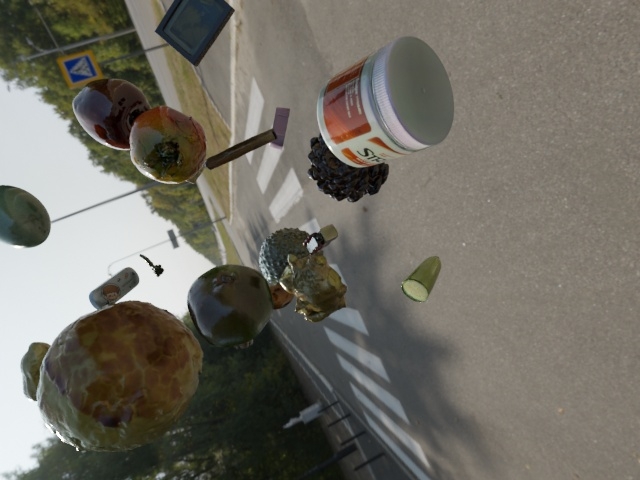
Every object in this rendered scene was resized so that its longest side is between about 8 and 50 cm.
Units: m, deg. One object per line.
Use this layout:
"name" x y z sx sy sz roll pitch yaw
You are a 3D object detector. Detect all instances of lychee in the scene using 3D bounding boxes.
"lychee" -0.114 0.073 1.622 0.274 0.255 0.255 11 134 30

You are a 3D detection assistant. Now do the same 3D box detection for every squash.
"squash" 0.353 0.108 1.355 0.094 0.224 0.094 20 129 26

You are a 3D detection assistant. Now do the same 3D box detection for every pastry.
"pastry" -0.504 0.329 1.047 0.388 0.388 0.312 57 154 36

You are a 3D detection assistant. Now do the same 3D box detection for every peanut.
"peanut" -0.838 0.393 1.215 0.098 0.090 0.214 19 116 16

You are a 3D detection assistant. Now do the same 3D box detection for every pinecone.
"pinecone" 0.136 -0.363 1.932 0.398 0.398 0.398 60 167 24

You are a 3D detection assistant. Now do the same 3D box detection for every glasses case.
"glasses case" -0.609 0.141 1.208 0.067 0.045 0.178 63 -155 -16

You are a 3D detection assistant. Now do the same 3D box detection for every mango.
"mango" -0.124 0.173 1.257 0.063 0.127 0.077 30 114 33

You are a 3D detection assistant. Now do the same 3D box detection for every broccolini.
"broccolini" -0.620 0.092 1.486 0.044 0.042 0.218 52 167 10

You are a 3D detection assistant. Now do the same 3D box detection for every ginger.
"ginger" -0.020 0.114 1.057 0.216 0.157 0.102 56 -153 -20

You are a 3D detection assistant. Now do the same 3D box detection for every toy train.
"toy train" 0.000 0.000 1.234 0.050 0.087 0.138 61 161 8

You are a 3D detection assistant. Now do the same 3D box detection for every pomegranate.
"pomegranate" -0.416 -0.255 1.107 0.235 0.210 0.210 -113 5 -59
"pomegranate" -0.186 0.153 0.867 0.180 0.180 0.209 -127 23 -45

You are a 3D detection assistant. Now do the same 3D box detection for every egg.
"egg" -0.959 -0.074 1.276 0.236 0.169 0.169 36 162 8

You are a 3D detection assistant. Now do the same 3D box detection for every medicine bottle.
"medicine bottle" 0.154 -0.323 0.992 0.241 0.252 0.252 -9 107 51

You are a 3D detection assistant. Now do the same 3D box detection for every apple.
"apple" -0.682 -0.426 1.349 0.234 0.234 0.234 60 167 24

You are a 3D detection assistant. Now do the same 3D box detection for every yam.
"yam" -0.268 -0.307 1.371 0.046 0.264 0.046 62 173 13

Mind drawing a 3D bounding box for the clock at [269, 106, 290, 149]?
"clock" -0.153 -0.409 1.502 0.110 0.050 0.152 164 117 -80

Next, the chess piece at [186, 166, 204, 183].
"chess piece" -0.546 -0.286 1.575 0.200 0.090 0.090 18 -144 -55

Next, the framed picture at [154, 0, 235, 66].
"framed picture" -0.311 -0.542 1.003 0.128 0.168 0.023 40 -166 -4
